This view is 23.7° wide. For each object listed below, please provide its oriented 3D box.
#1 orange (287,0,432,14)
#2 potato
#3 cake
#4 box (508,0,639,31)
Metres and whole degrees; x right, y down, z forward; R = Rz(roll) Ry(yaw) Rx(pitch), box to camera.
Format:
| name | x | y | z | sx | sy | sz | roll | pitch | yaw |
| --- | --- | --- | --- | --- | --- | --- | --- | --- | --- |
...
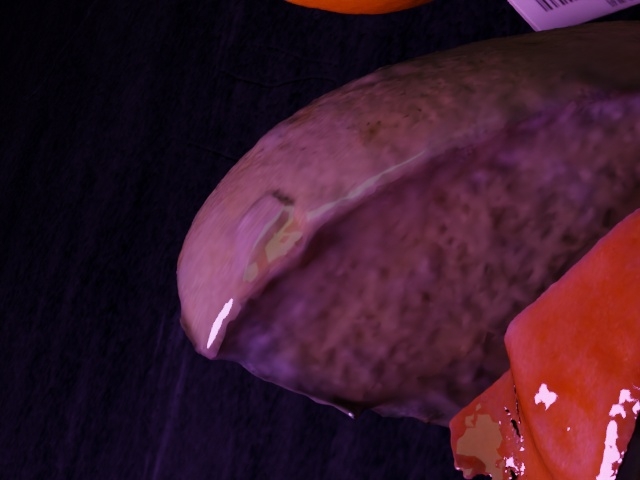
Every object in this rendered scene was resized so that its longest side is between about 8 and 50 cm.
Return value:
| name | x | y | z | sx | sy | sz | roll | pitch | yaw |
| --- | --- | --- | --- | --- | --- | --- | --- | --- | --- |
| orange | 0.026 | -0.274 | 0.965 | 0.261 | 0.261 | 0.261 | -40 | 34 | 35 |
| potato | 0.067 | -0.055 | 0.773 | 0.264 | 0.189 | 0.211 | -48 | 30 | 24 |
| cake | 0.170 | 0.029 | 0.629 | 0.287 | 0.098 | 0.135 | -54 | 27 | 25 |
| box | 0.248 | -0.224 | 0.702 | 0.353 | 0.069 | 0.214 | -10 | 41 | 55 |
